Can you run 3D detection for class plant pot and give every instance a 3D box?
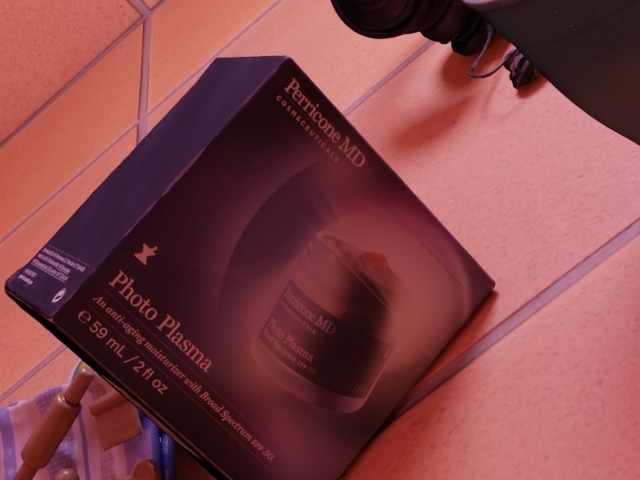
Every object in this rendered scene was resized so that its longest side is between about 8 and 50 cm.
[{"bbox_3d":[0.289,-0.181,0.989,0.272,0.255,0.271,-38,20,16],"label":"plant pot"}]

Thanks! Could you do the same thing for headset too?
[{"bbox_3d":[0.142,-0.313,1.498,0.394,0.243,0.185,54,128,38],"label":"headset"}]

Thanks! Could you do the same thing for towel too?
[{"bbox_3d":[-0.242,0.237,1.302,0.285,0.034,0.209,-24,66,42],"label":"towel"}]

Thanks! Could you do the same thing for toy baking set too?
[{"bbox_3d":[-0.239,0.254,1.246,0.256,0.030,0.196,-53,51,24],"label":"toy baking set"}]

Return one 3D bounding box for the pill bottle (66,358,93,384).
[{"bbox_3d":[-0.165,0.153,1.349,0.208,0.117,0.117,-17,35,45],"label":"pill bottle"}]

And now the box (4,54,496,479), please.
[{"bbox_3d":[-0.059,0.039,1.139,0.294,0.296,0.183,-50,23,-13],"label":"box"}]
